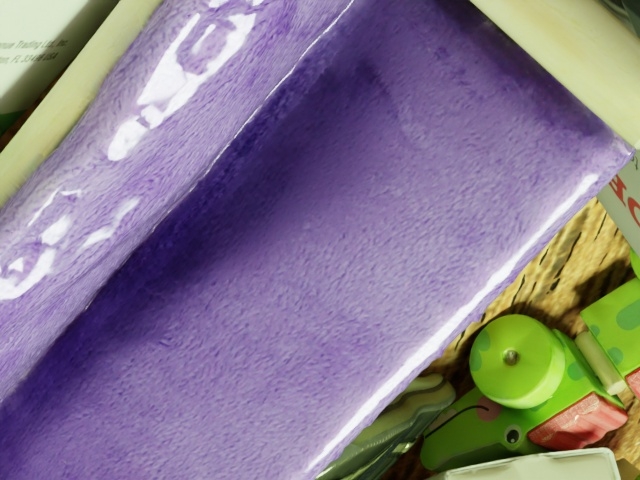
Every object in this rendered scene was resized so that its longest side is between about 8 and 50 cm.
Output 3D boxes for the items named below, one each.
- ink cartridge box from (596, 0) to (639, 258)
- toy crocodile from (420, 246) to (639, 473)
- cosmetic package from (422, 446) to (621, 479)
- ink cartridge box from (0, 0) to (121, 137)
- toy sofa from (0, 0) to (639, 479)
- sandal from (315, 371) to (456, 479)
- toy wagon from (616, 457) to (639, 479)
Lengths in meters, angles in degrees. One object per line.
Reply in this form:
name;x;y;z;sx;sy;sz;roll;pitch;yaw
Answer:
ink cartridge box;0.207;-0.118;0.423;0.166;0.285;0.395;-21;143;-5
toy crocodile;0.219;0.078;0.824;0.340;0.105;0.115;-36;143;14
cosmetic package;0.086;0.258;0.866;0.153;0.129;0.296;-1;157;-28
ink cartridge box;-0.116;-0.121;0.298;0.278;0.117;0.201;-42;175;20
toy sofa;-0.044;0.030;0.441;0.362;0.150;0.177;-47;173;15
sandal;0.011;0.109;0.716;0.120;0.086;0.303;-47;166;2
toy wagon;0.178;0.330;0.964;0.267;0.068;0.344;-43;-173;46
